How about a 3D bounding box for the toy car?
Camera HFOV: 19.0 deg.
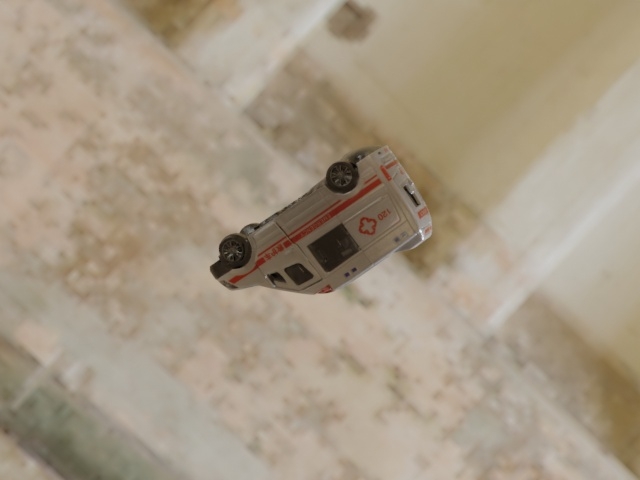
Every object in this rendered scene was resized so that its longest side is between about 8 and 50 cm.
[{"bbox_3d":[0.000,0.000,1.794,0.108,0.210,0.089,56,15,-2],"label":"toy car"}]
